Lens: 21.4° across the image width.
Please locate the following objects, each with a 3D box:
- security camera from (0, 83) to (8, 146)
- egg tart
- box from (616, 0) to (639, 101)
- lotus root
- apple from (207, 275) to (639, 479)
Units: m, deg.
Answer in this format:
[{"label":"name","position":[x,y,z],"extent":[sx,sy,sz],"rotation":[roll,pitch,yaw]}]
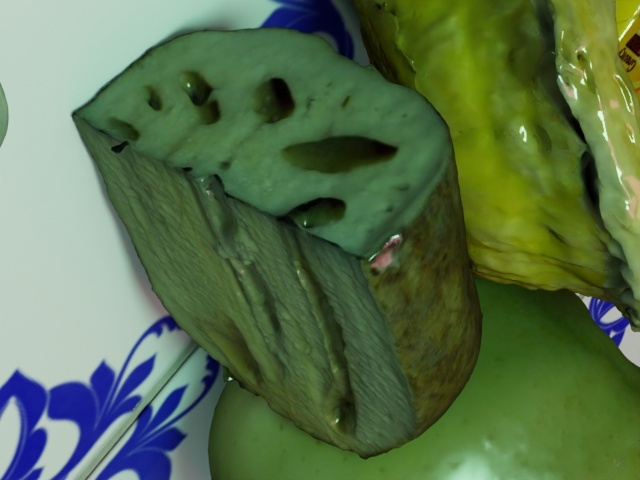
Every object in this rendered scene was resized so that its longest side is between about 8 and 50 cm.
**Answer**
[{"label":"security camera","position":[-0.265,-0.100,0.830],"extent":[0.157,0.080,0.301],"rotation":[-48,144,-12]},{"label":"egg tart","position":[0.128,-0.105,1.137],"extent":[0.169,0.388,0.388],"rotation":[-21,144,4]},{"label":"box","position":[0.325,-0.240,1.493],"extent":[0.269,0.043,0.152],"rotation":[-54,152,8]},{"label":"lotus root","position":[0.012,0.013,1.084],"extent":[0.149,0.267,0.260],"rotation":[-44,137,-21]},{"label":"apple","position":[0.096,0.179,1.305],"extent":[0.357,0.357,0.357],"rotation":[-34,142,-32]}]
